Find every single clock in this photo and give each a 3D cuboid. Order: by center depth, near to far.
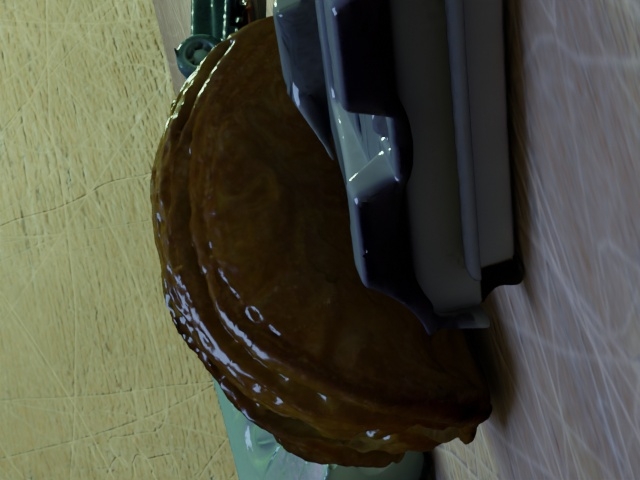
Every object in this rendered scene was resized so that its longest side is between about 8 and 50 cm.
[{"bbox_3d":[0.031,-0.101,0.902,0.186,0.083,0.253,-112,11,-50],"label":"clock"}]

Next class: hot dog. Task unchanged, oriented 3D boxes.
[{"bbox_3d":[0.000,0.000,1.078,0.122,0.196,0.272,-38,60,33],"label":"hot dog"}]

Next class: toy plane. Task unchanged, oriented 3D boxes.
[{"bbox_3d":[-0.072,-0.171,1.537,0.223,0.104,0.326,88,167,-62],"label":"toy plane"}]

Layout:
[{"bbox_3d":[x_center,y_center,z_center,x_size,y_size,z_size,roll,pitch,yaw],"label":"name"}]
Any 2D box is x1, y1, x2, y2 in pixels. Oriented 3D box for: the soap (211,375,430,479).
[{"bbox_3d":[-0.018,0.089,1.414,0.150,0.094,0.261,-46,52,46],"label":"soap"}]
